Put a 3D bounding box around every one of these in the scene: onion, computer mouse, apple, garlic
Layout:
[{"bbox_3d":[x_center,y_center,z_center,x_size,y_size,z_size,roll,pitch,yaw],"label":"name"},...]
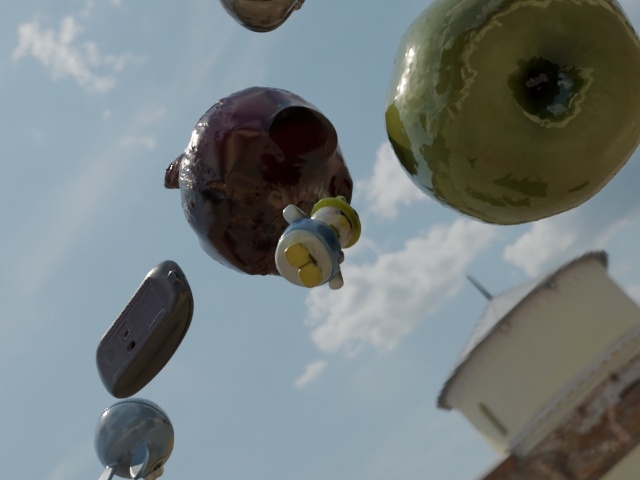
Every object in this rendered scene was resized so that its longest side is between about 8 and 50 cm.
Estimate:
[{"bbox_3d":[-0.158,-0.135,2.089,0.398,0.420,0.399,-18,-64,-40],"label":"onion"},{"bbox_3d":[-0.258,0.133,1.488,0.057,0.120,0.232,12,-56,-46],"label":"computer mouse"},{"bbox_3d":[0.326,-0.246,1.727,0.473,0.474,0.474,-34,-24,-18],"label":"apple"},{"bbox_3d":[-0.113,-0.364,1.371,0.131,0.194,0.127,113,-178,-76],"label":"garlic"}]

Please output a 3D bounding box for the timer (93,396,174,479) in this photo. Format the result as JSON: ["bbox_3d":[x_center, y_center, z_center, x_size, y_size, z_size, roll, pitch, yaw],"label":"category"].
[{"bbox_3d":[-0.356,0.418,1.936,0.175,0.255,0.175,-8,-52,-10],"label":"timer"}]

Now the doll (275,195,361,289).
[{"bbox_3d":[0.000,-0.001,1.593,0.241,0.135,0.099,-48,-15,-56],"label":"doll"}]
